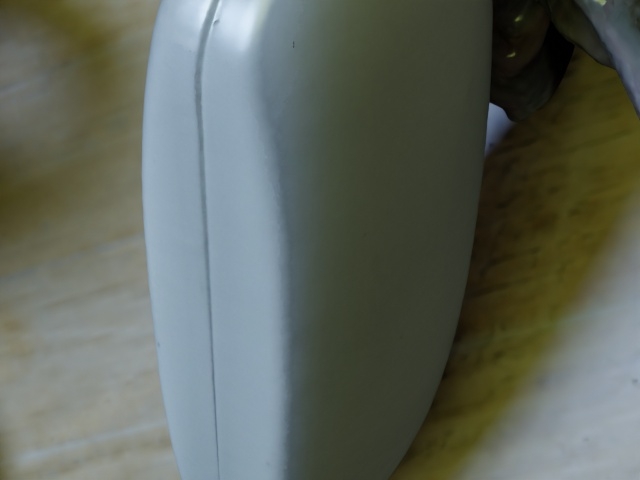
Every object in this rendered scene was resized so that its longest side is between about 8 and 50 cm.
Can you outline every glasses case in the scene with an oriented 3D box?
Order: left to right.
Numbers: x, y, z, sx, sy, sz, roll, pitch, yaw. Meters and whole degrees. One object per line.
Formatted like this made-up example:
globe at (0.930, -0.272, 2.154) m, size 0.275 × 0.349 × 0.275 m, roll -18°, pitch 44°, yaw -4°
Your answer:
glasses case at (0.000, 0.000, 0.428) m, size 0.059 × 0.092 × 0.233 m, roll 31°, pitch 146°, yaw 23°

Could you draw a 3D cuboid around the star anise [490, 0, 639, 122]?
star anise at (0.062, -0.095, 0.440) m, size 0.231 × 0.089 × 0.209 m, roll 49°, pitch 123°, yaw 29°
